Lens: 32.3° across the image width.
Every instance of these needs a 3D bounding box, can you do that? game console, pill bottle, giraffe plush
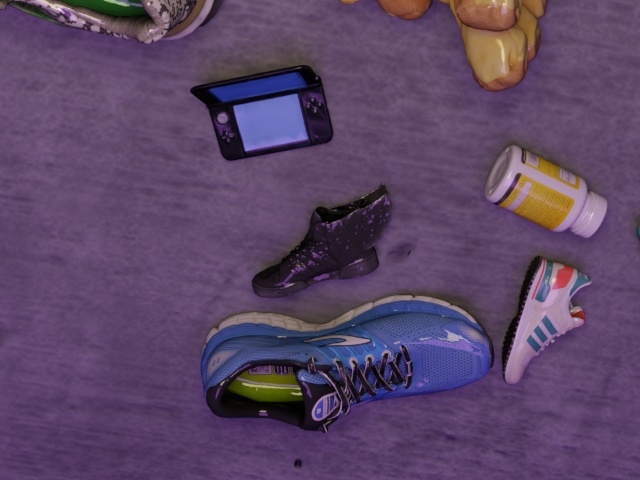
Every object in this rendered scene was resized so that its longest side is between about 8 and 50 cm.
[{"bbox_3d":[-0.057,-0.127,1.115,0.122,0.071,0.107,-9,116,9],"label":"game console"},{"bbox_3d":[0.234,-0.047,1.142,0.116,0.065,0.065,25,116,-9],"label":"pill bottle"},{"bbox_3d":[0.107,-0.250,1.002,0.171,0.181,0.210,4,125,21],"label":"giraffe plush"}]

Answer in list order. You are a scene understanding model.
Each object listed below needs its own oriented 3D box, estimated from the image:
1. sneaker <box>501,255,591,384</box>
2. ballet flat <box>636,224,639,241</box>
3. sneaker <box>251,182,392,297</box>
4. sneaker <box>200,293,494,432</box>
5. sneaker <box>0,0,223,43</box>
[{"bbox_3d":[0.250,0.097,1.221,0.075,0.057,0.161,14,115,3],"label":"sneaker"},{"bbox_3d":[0.422,0.075,1.174,0.247,0.083,0.087,36,73,-17],"label":"ballet flat"},{"bbox_3d":[0.000,0.001,1.193,0.170,0.051,0.089,-13,116,5],"label":"sneaker"},{"bbox_3d":[0.027,0.152,1.214,0.330,0.147,0.129,-8,117,7],"label":"sneaker"},{"bbox_3d":[-0.289,-0.275,0.990,0.411,0.182,0.158,15,118,-4],"label":"sneaker"}]
